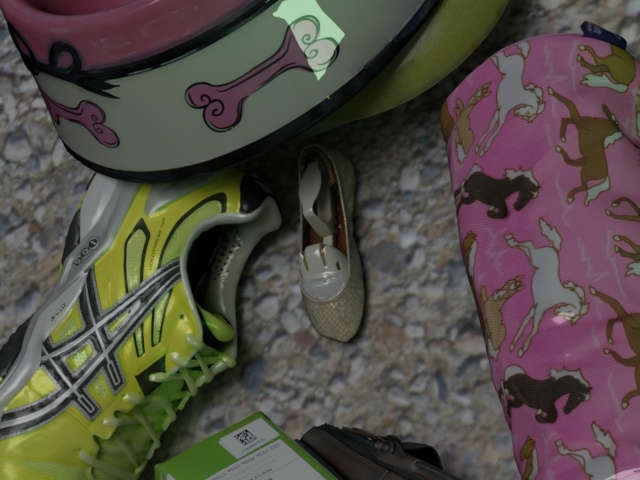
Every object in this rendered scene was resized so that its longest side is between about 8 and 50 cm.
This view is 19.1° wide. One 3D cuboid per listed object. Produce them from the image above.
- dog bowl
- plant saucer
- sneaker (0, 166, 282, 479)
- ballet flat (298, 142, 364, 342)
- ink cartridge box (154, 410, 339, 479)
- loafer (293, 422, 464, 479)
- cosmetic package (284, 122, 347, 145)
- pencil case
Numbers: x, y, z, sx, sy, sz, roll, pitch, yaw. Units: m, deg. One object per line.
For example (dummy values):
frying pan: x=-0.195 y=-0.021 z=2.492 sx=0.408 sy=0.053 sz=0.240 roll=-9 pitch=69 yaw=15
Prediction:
dog bowl: x=-0.090 y=-0.250 z=1.543 sx=0.408 sy=0.150 sz=0.408 roll=-20 pitch=43 yaw=20
plant saucer: x=0.043 y=-0.198 z=1.538 sx=0.241 sy=0.037 sz=0.241 roll=-21 pitch=42 yaw=21
sneaker: x=-0.157 y=0.098 z=1.520 sx=0.147 sy=0.145 sz=0.385 roll=13 pitch=79 yaw=35
ballet flat: x=0.000 y=0.000 z=1.519 sx=0.057 sy=0.052 sz=0.168 roll=-16 pitch=63 yaw=25
ink cartridge box: x=-0.002 y=0.269 z=1.319 sx=0.097 sy=0.189 sz=0.255 roll=-25 pitch=45 yaw=-31
loafer: x=0.076 y=0.190 z=1.361 sx=0.084 sy=0.096 sz=0.267 roll=-44 pitch=34 yaw=-10
cosmetic package: x=0.008 y=-0.128 z=1.573 sx=0.115 sy=0.041 sz=0.060 roll=-21 pitch=60 yaw=23
pencil case: x=0.193 y=0.040 z=1.295 sx=0.167 sy=0.160 sz=0.386 roll=-28 pitch=51 yaw=25
